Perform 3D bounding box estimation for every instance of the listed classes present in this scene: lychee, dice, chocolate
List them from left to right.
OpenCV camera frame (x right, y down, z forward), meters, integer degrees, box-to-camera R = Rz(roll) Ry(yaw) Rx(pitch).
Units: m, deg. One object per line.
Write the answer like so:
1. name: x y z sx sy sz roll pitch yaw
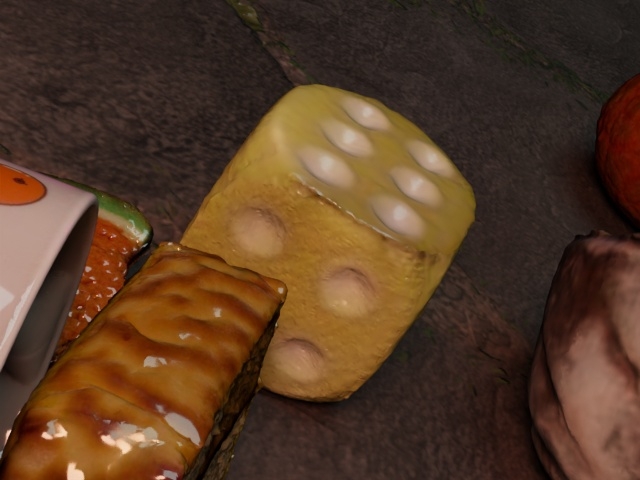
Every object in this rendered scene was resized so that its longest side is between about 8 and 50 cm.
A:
1. dice: 0.000 0.000 0.829 0.166 0.169 0.169 34 34 -2
2. chocolate: 0.286 0.144 0.865 0.303 0.213 0.303 28 -3 2
3. lychee: 0.440 -0.094 1.269 0.255 0.255 0.300 26 25 -13

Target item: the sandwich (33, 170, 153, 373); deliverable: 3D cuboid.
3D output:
1. sandwich: -0.208 0.029 0.710 0.235 0.079 0.159 -24 75 -48

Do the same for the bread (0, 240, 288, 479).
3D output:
1. bread: -0.098 0.113 0.603 0.096 0.182 0.222 21 29 4

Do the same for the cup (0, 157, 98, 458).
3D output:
1. cup: -0.286 0.017 0.506 0.317 0.212 0.212 23 35 -6
